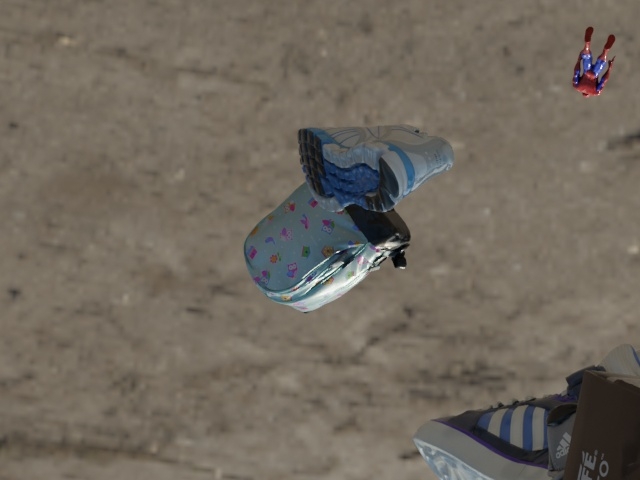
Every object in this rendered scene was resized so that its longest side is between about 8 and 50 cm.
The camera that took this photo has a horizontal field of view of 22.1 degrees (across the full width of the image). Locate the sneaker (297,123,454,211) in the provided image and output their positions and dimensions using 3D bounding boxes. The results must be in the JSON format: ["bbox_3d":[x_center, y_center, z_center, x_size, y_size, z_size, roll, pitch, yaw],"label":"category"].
[{"bbox_3d":[0.047,-0.065,1.349,0.083,0.071,0.191,-21,-162,-23],"label":"sneaker"}]

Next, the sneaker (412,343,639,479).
[{"bbox_3d":[0.276,0.211,1.863,0.130,0.236,0.323,57,159,-23],"label":"sneaker"}]

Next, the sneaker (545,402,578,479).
[{"bbox_3d":[0.154,0.172,1.068,0.086,0.132,0.229,-23,161,36],"label":"sneaker"}]

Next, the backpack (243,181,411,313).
[{"bbox_3d":[0.000,0.000,1.953,0.182,0.152,0.115,-39,143,17],"label":"backpack"}]

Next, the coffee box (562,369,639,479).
[{"bbox_3d":[0.252,0.153,0.848,0.246,0.141,0.098,9,-176,-21],"label":"coffee box"}]

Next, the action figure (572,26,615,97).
[{"bbox_3d":[0.284,-0.181,1.706,0.038,0.030,0.115,18,154,9],"label":"action figure"}]
